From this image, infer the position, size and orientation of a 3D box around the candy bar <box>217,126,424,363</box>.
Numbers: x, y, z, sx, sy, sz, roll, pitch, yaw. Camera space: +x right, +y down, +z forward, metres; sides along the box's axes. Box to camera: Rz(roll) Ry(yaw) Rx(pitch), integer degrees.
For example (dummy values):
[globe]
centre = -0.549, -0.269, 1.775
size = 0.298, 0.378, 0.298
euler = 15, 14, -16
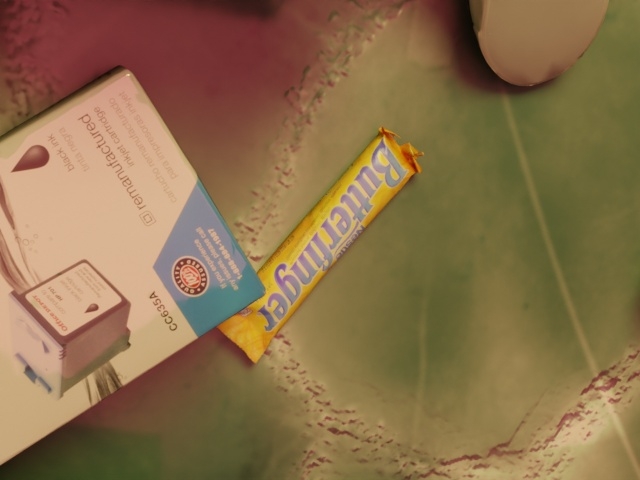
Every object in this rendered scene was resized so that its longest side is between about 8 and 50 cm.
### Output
[candy bar]
centre = 0.000, 0.000, 0.574
size = 0.040, 0.018, 0.161
euler = 42, 88, -18

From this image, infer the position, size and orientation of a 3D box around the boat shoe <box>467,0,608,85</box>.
[boat shoe]
centre = 0.103, -0.175, 0.517
size = 0.077, 0.070, 0.219
euler = -21, 143, 6

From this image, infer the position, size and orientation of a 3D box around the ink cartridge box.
[ink cartridge box]
centre = -0.147, 0.017, 0.505
size = 0.190, 0.082, 0.140
euler = -34, 106, -9
